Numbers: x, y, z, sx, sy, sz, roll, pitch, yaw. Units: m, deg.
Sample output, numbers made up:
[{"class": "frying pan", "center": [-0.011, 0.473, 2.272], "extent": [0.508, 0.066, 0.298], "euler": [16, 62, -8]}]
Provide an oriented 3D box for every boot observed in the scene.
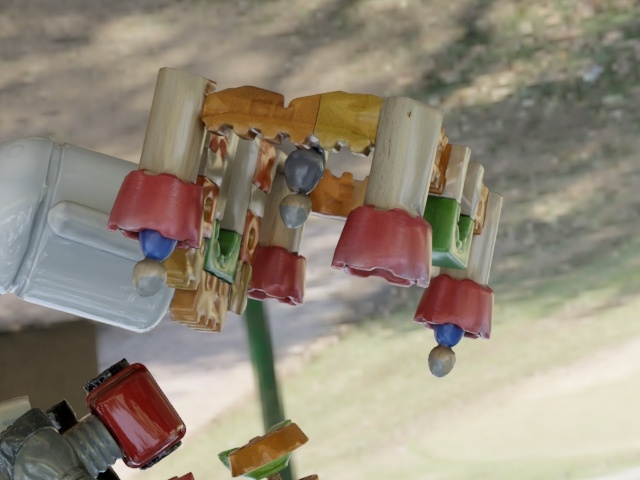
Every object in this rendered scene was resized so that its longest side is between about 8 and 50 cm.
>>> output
[{"class": "boot", "center": [-0.228, 0.275, 1.541], "extent": [0.083, 0.161, 0.246], "euler": [-39, 155, -25]}]

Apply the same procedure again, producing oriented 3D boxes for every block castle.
[{"class": "block castle", "center": [0.000, 0.000, 1.597], "extent": [0.303, 0.213, 0.453], "euler": [9, 172, 15]}]

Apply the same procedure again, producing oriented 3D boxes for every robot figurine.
[{"class": "robot figurine", "center": [-0.286, -0.009, 1.996], "extent": [0.353, 0.200, 0.300], "euler": [17, 170, -14]}]

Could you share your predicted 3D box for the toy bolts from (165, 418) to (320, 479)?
[{"class": "toy bolts", "center": [-0.090, 0.331, 1.958], "extent": [0.228, 0.159, 0.218], "euler": [-25, 177, -16]}]

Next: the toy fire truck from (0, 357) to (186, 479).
[{"class": "toy fire truck", "center": [-0.257, 0.206, 1.704], "extent": [0.217, 0.158, 0.246], "euler": [-34, -178, -11]}]
